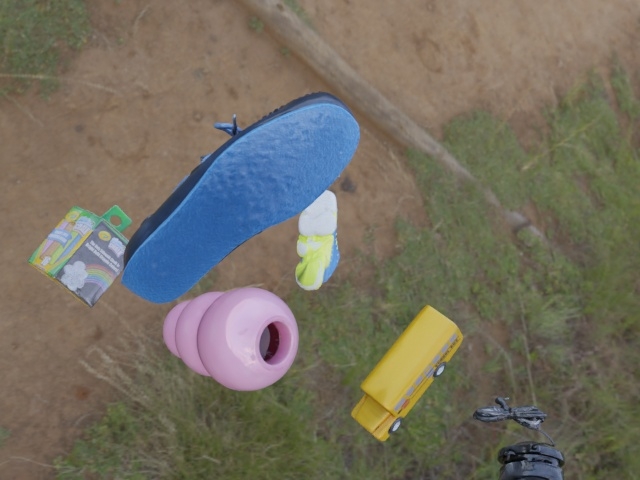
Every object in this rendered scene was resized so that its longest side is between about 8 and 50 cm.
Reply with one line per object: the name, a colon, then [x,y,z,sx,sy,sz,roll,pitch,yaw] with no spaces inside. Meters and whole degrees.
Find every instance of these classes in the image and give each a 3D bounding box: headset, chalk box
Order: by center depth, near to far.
headset: [0.379,0.476,1.415,0.243,0.185,0.393,-70,159,-60]
chalk box: [-0.514,0.016,1.651,0.213,0.132,0.132,-54,137,-18]

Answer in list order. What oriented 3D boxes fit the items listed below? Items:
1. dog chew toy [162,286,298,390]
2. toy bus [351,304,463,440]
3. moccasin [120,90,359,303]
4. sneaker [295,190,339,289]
dog chew toy: [-0.203,0.194,1.528,0.207,0.332,0.206,-2,93,-46]
toy bus: [0.209,0.330,1.831,0.332,0.108,0.130,-50,148,-7]
moccasin: [-0.112,-0.068,0.870,0.137,0.342,0.116,49,16,-31]
sneaker: [0.000,0.000,1.778,0.126,0.091,0.240,7,98,-70]
